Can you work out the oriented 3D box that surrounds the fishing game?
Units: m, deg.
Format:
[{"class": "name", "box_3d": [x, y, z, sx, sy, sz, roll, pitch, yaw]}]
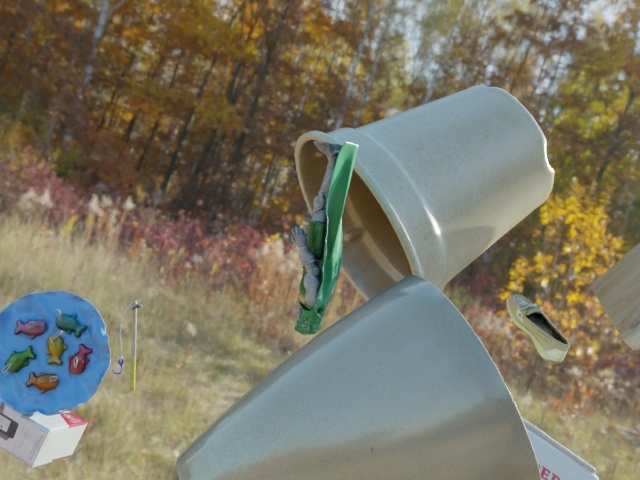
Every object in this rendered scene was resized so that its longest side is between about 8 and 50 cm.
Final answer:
[{"class": "fishing game", "box_3d": [-0.401, 0.162, 1.081, 0.264, 0.189, 0.041, 4, -16, -7]}]

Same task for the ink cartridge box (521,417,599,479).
[{"class": "ink cartridge box", "box_3d": [0.200, 0.443, 1.093, 0.279, 0.384, 0.160, 36, -19, -14]}]

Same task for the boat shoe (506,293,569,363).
[{"class": "boat shoe", "box_3d": [0.375, 0.142, 1.276, 0.056, 0.048, 0.153, 0, 40, -22]}]

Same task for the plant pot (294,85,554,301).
[{"class": "plant pot", "box_3d": [0.175, -0.083, 1.163, 0.334, 0.305, 0.334, 52, -18, 24]}]

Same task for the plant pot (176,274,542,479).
[{"class": "plant pot", "box_3d": [0.017, 0.204, 0.695, 0.274, 0.256, 0.256, -24, 6, -11]}]

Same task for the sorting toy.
[{"class": "sorting toy", "box_3d": [0.611, 0.065, 1.249, 0.089, 0.257, 0.255, 42, 18, -7]}]

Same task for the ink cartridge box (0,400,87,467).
[{"class": "ink cartridge box", "box_3d": [-0.451, 0.272, 1.122, 0.150, 0.063, 0.109, 25, -1, 15]}]

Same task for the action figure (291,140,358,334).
[{"class": "action figure", "box_3d": [0.000, 0.000, 0.888, 0.064, 0.232, 0.137, 8, 2, 5]}]
